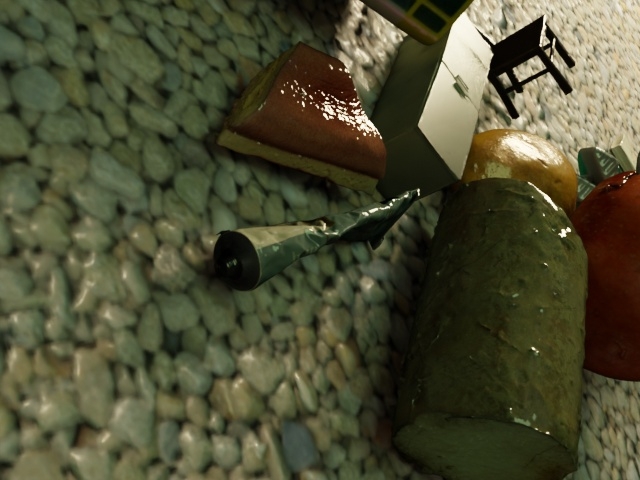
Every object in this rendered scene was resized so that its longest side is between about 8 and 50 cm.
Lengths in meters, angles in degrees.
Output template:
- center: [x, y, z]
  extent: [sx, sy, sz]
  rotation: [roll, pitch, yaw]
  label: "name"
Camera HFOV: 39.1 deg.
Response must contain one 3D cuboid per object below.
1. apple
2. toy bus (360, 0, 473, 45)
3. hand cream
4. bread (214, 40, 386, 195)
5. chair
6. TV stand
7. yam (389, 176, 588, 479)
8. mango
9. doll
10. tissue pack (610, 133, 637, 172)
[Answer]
- center: [0.385, 0.050, 1.078]
  extent: [0.251, 0.206, 0.272]
  rotation: [-55, 157, -14]
  label: "apple"
- center: [0.004, -0.393, 0.867]
  extent: [0.440, 0.249, 0.209]
  rotation: [22, 29, -45]
  label: "toy bus"
- center: [0.000, 0.001, 0.783]
  extent: [0.248, 0.075, 0.052]
  rotation: [-13, 84, -51]
  label: "hand cream"
- center: [-0.015, -0.116, 0.833]
  extent: [0.192, 0.067, 0.119]
  rotation: [19, 63, -43]
  label: "bread"
- center: [0.253, -0.281, 1.240]
  extent: [0.212, 0.101, 0.084]
  rotation: [47, 39, -24]
  label: "chair"
- center: [0.124, -0.157, 1.016]
  extent: [0.083, 0.088, 0.269]
  rotation: [47, 40, -23]
  label: "TV stand"
- center: [0.169, 0.088, 0.861]
  extent: [0.168, 0.168, 0.304]
  rotation: [46, 41, -24]
  label: "yam"
- center: [0.232, -0.064, 1.076]
  extent: [0.227, 0.109, 0.147]
  rotation: [-5, 78, -51]
  label: "mango"
- center: [0.461, -0.034, 1.293]
  extent: [0.258, 0.153, 0.195]
  rotation: [20, 82, -18]
  label: "doll"
- center: [0.550, -0.132, 1.589]
  extent: [0.108, 0.023, 0.056]
  rotation: [56, 37, -11]
  label: "tissue pack"
